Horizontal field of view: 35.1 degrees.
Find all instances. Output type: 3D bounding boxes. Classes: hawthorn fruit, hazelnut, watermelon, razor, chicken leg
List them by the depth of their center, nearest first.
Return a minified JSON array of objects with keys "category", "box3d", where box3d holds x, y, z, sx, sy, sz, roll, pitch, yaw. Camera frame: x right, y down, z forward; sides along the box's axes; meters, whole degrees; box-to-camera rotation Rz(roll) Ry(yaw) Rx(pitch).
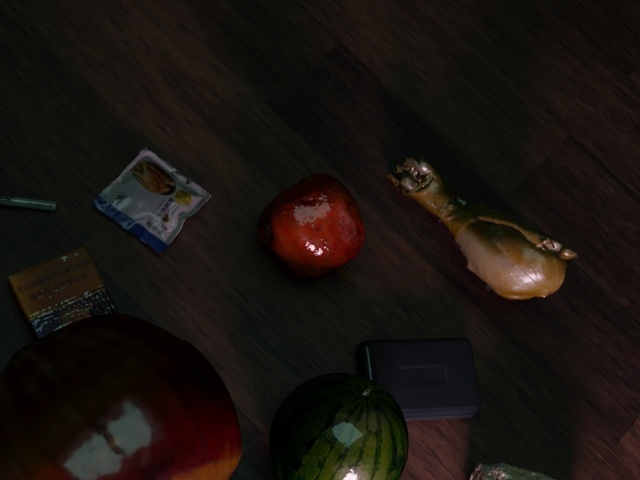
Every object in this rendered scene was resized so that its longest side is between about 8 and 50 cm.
[{"category":"hazelnut","box3d":[-0.340,0.336,1.597,0.402,0.402,0.429,44,74,7]},{"category":"watermelon","box3d":[0.033,0.349,1.751,0.242,0.242,0.242,6,65,-12]},{"category":"razor","box3d":[-0.601,-0.075,1.889,0.211,0.036,0.084,4,67,-13]},{"category":"hawthorn fruit","box3d":[0.000,0.000,1.938,0.207,0.207,0.243,-35,97,-26]},{"category":"chicken leg","box3d":[0.309,-0.033,2.037,0.153,0.201,0.429,-41,68,-17]}]

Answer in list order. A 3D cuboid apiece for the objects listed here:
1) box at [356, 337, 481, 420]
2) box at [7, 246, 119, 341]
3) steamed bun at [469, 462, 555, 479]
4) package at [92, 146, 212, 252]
[{"category":"box","box3d":[0.188,0.266,1.935,0.230,0.050,0.160,0,66,-15]},{"category":"box","box3d":[-0.442,0.147,1.813,0.152,0.070,0.237,-24,76,-24]},{"category":"steamed bun","box3d":[0.393,0.502,1.818,0.226,0.170,0.200,10,59,-12]},{"category":"package","box3d":[-0.326,-0.080,1.969,0.171,0.027,0.173,35,59,3]}]
